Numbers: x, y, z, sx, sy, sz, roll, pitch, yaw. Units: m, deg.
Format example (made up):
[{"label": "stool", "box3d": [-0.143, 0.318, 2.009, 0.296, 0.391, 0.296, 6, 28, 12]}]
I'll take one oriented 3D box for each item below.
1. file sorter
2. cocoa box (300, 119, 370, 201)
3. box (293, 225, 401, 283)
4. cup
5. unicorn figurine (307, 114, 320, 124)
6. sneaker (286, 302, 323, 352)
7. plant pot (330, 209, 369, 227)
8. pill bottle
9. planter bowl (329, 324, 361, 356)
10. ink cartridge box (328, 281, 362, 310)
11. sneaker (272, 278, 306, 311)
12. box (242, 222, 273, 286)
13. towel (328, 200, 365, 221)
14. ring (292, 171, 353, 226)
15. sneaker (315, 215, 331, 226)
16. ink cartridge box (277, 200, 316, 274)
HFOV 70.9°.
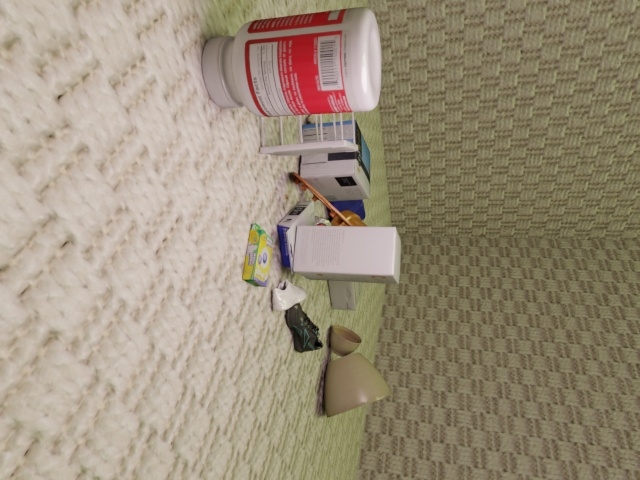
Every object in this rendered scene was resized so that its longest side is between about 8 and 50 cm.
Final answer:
[{"label": "file sorter", "box3d": [-0.036, -0.370, 1.446, 0.193, 0.277, 0.173, -24, 112, -72]}, {"label": "cocoa box", "box3d": [0.073, -0.323, 1.886, 0.347, 0.231, 0.228, 36, 54, -71]}, {"label": "box", "box3d": [0.103, 0.053, 1.599, 0.215, 0.345, 0.169, 42, 51, -70]}, {"label": "cup", "box3d": [0.151, 0.681, 2.168, 0.331, 0.330, 0.237, 43, 26, -68]}, {"label": "unicorn figurine", "box3d": [-0.026, -0.499, 1.869, 0.111, 0.060, 0.162, 62, 17, -58]}, {"label": "sneaker", "box3d": [-0.058, 0.326, 1.720, 0.101, 0.106, 0.268, -68, 153, -47]}, {"label": "plant pot", "box3d": [0.162, -0.016, 2.154, 0.205, 0.188, 0.205, -32, 137, -34]}, {"label": "pill bottle", "box3d": [-0.067, -0.424, 1.101, 0.229, 0.407, 0.229, 2, 90, -73]}, {"label": "planter bowl", "box3d": [0.111, 0.513, 2.253, 0.109, 0.162, 0.162, -63, 167, 11]}, {"label": "ink cartridge box", "box3d": [0.141, 0.179, 2.334, 0.307, 0.128, 0.223, -65, 152, -54]}, {"label": "sneaker", "box3d": [-0.110, 0.179, 1.597, 0.212, 0.080, 0.094, -24, 102, -71]}, {"label": "box", "box3d": [-0.187, 0.044, 1.373, 0.105, 0.043, 0.179, 49, 43, -67]}, {"label": "towel", "box3d": [0.120, -0.174, 2.217, 0.227, 0.076, 0.308, -41, 142, -26]}, {"label": "ring", "box3d": [0.013, -0.133, 1.673, 0.032, 0.336, 0.336, -47, 160, 2]}, {"label": "sneaker", "box3d": [0.000, 0.000, 1.955, 0.118, 0.107, 0.279, -62, 152, -18]}, {"label": "ink cartridge box", "box3d": [-0.090, -0.020, 1.659, 0.333, 0.065, 0.166, -57, 146, -63]}]
